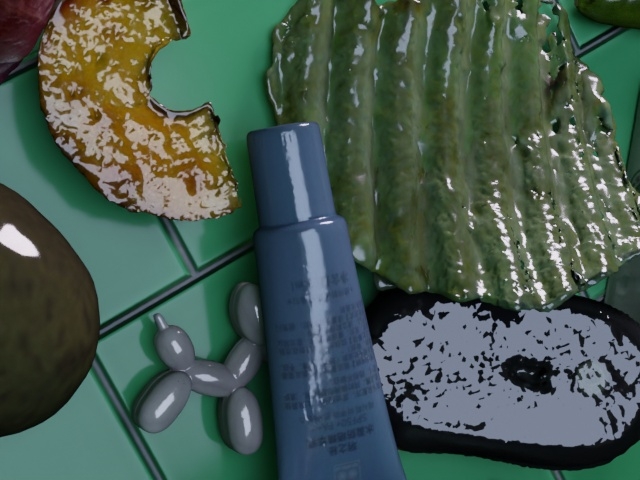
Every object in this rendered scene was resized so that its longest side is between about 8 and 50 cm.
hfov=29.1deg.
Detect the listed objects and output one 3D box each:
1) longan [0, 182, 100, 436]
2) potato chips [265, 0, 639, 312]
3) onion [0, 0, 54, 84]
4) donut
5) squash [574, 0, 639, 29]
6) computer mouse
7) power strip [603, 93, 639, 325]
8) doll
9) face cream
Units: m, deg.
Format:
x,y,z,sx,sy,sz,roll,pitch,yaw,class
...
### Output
x,y,z,sx,sy,sz,roll,pitch,yaw,class
-0.312,0.064,1.006,0.246,0.215,0.246,0,87,4,longan
0.155,-0.107,1.231,0.373,0.097,0.389,-20,78,-21,potato chips
-0.378,-0.233,0.943,0.347,0.285,0.348,-1,98,-6,onion
-0.183,-0.132,1.116,0.152,0.101,0.259,-17,96,-21,donut
0.397,-0.260,1.372,0.258,0.069,0.069,5,87,-22,squash
0.182,0.135,1.247,0.323,0.116,0.183,9,75,-7,computer mouse
0.371,-0.012,1.343,0.062,0.091,0.385,14,84,-24,power strip
-0.089,0.117,1.172,0.161,0.059,0.160,15,85,-20,doll
-0.004,0.085,1.142,0.135,0.086,0.385,-10,93,-19,face cream
